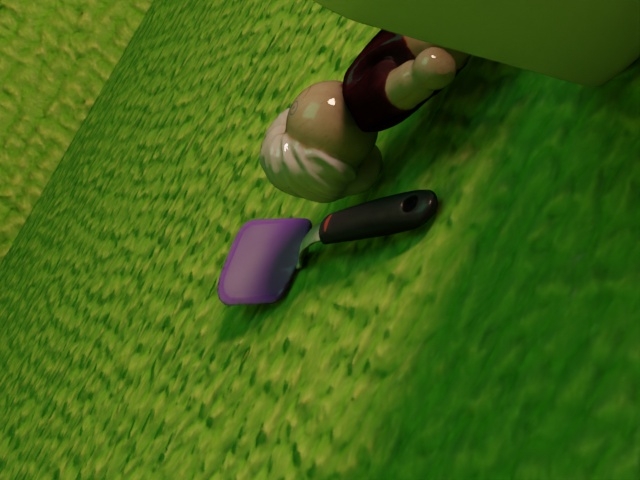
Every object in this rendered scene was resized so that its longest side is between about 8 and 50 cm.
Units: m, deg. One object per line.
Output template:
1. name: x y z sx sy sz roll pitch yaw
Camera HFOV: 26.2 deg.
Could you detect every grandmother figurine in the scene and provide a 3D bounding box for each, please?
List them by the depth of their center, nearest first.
1. grandmother figurine: 0.078 -0.150 0.977 0.342 0.104 0.208 -44 -1 31

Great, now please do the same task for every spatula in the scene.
1. spatula: 0.000 0.000 1.048 0.296 0.030 0.084 -20 44 60

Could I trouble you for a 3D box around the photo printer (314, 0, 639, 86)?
1. photo printer: 0.117 -0.206 0.675 0.256 0.308 0.107 -49 58 26
